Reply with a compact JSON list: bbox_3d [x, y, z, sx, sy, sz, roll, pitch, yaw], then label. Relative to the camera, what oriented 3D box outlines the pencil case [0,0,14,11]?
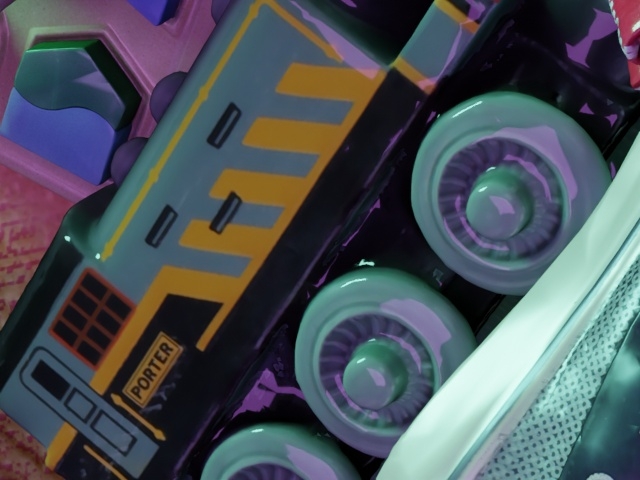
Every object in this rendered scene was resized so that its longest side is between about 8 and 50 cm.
[{"bbox_3d":[-0.155,-0.147,0.806,0.284,0.124,0.124,-33,91,29],"label":"pencil case"}]

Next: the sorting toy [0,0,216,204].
[{"bbox_3d":[-0.129,-0.118,0.886,0.208,0.038,0.193,30,118,14],"label":"sorting toy"}]

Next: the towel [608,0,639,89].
[{"bbox_3d":[0.197,-0.186,0.637,0.275,0.199,0.031,-29,137,30],"label":"towel"}]

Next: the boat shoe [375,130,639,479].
[{"bbox_3d":[0.174,0.022,0.662,0.158,0.127,0.340,36,92,37],"label":"boat shoe"}]

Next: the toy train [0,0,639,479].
[{"bbox_3d":[0.000,0.000,0.803,0.190,0.142,0.334,38,119,8],"label":"toy train"}]
